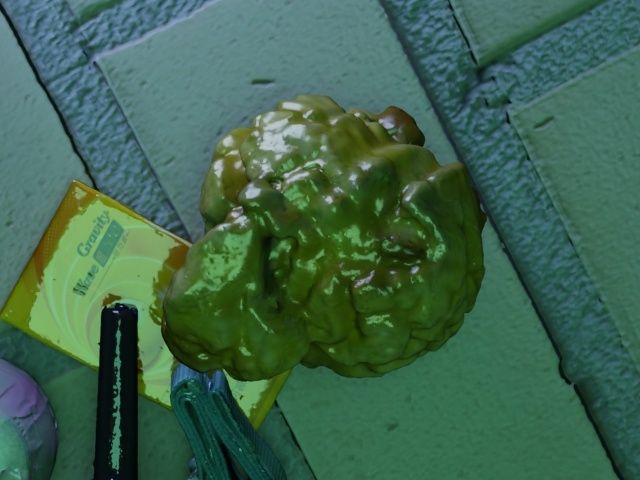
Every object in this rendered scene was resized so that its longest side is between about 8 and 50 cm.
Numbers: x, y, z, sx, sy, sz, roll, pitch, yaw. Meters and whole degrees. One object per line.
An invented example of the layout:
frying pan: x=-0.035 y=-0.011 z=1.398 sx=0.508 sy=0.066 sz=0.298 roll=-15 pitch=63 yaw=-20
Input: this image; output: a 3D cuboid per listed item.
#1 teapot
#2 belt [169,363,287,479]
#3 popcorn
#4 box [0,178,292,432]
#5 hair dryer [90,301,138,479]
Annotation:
teapot: x=-0.328 y=0.218 z=1.606 sx=0.163 sy=0.178 sz=0.221 roll=15 pitch=91 yaw=-7
belt: x=-0.102 y=0.196 z=1.660 sx=0.100 sy=0.065 sz=0.179 roll=-21 pitch=112 yaw=10
popcorn: x=0.000 y=0.000 z=1.599 sx=0.332 sy=0.225 sz=0.265 roll=-21 pitch=82 yaw=-25
box: x=-0.151 y=0.071 z=1.691 sx=0.269 sy=0.043 sz=0.152 roll=28 pitch=88 yaw=-7
hair dryer: x=-0.181 y=0.182 z=1.616 sx=0.089 sy=0.197 sz=0.251 roll=3 pitch=87 yaw=-7
